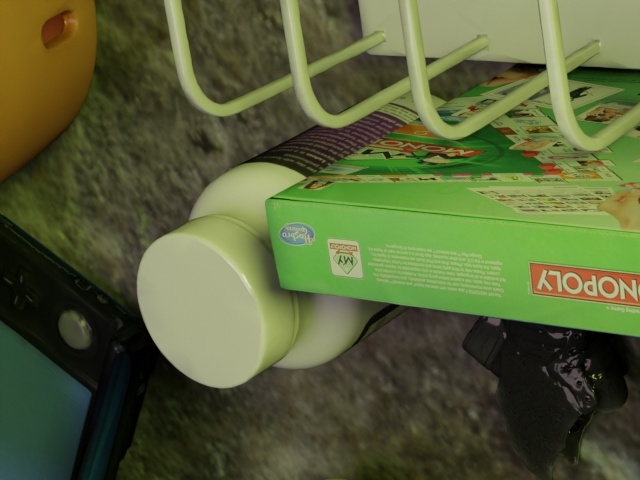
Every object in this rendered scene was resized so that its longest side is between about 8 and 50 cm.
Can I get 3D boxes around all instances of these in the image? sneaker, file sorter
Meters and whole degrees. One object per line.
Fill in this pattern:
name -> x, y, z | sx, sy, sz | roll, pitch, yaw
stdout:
sneaker -> 0.133, 0.051, 0.893 | 0.089, 0.051, 0.170 | 46, 137, 12
file sorter -> 0.082, -0.148, 0.750 | 0.278, 0.173, 0.192 | 7, 116, 36

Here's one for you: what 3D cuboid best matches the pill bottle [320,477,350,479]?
pill bottle -> 0.067, 0.230, 0.986 | 0.215, 0.117, 0.117 | 24, 125, 29

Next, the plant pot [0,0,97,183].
plant pot -> -0.274, -0.122, 1.026 | 0.291, 0.203, 0.290 | 15, 116, 33

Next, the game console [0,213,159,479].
game console -> -0.221, 0.173, 1.157 | 0.250, 0.173, 0.293 | 35, 129, 21

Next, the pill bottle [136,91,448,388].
pill bottle -> 0.000, 0.000, 0.874 | 0.108, 0.193, 0.108 | 18, 121, 32

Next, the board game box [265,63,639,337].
board game box -> 0.166, -0.021, 0.715 | 0.317, 0.213, 0.046 | 7, 115, 38
